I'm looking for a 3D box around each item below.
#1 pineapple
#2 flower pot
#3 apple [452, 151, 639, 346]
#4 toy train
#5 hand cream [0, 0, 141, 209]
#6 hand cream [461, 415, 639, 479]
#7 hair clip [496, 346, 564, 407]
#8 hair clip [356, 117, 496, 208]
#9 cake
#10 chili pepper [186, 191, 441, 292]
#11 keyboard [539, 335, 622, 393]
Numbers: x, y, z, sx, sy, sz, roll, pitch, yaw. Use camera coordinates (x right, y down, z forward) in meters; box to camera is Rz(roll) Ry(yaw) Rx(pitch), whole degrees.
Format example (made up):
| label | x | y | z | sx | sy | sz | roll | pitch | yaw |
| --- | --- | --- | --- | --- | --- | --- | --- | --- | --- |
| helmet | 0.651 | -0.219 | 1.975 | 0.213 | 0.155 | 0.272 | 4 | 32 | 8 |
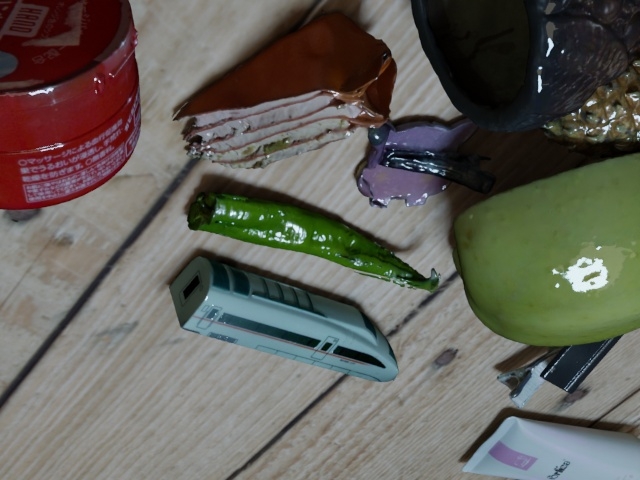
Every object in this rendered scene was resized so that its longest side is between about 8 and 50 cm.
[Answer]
| label | x | y | z | sx | sy | sz | roll | pitch | yaw |
| --- | --- | --- | --- | --- | --- | --- | --- | --- | --- |
| pineapple | 0.277 | -0.178 | 1.127 | 0.279 | 0.157 | 0.157 | 5 | 133 | -19 |
| flower pot | 0.258 | -0.265 | 0.955 | 0.267 | 0.266 | 0.266 | -20 | 139 | -14 |
| apple | 0.355 | -0.012 | 1.262 | 0.361 | 0.320 | 0.311 | -14 | 119 | 5 |
| toy train | -0.019 | 0.119 | 1.384 | 0.407 | 0.086 | 0.088 | 21 | 119 | -37 |
| hand cream | -0.279 | -0.149 | 0.895 | 0.230 | 0.230 | 0.149 | -10 | 139 | -10 |
| hand cream | 0.468 | 0.416 | 1.869 | 0.359 | 0.118 | 0.185 | 11 | 134 | -22 |
| hair clip | 0.406 | 0.196 | 1.627 | 0.218 | 0.071 | 0.159 | -39 | 137 | 14 |
| hair clip | 0.133 | -0.096 | 1.240 | 0.187 | 0.056 | 0.146 | 5 | 135 | -13 |
| cake | -0.041 | -0.161 | 1.082 | 0.287 | 0.135 | 0.098 | -17 | 148 | 28 |
| chili pepper | 0.000 | 0.000 | 1.269 | 0.359 | 0.076 | 0.085 | 16 | 147 | -28 |
| keyboard | 0.478 | 0.119 | 1.551 | 0.101 | 0.018 | 0.309 | 30 | 103 | -39 |
